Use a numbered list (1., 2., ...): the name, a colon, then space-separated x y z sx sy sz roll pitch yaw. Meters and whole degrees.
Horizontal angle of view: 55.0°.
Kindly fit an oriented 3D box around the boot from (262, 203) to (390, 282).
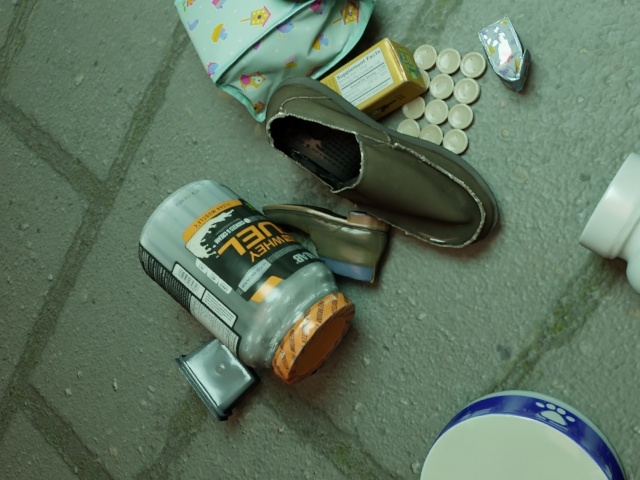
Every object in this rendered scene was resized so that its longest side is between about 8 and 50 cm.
1. boot: 0.000 0.000 0.970 0.219 0.082 0.106 8 95 25

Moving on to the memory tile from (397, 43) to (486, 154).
1. memory tile: 0.175 -0.207 0.902 0.113 0.012 0.148 17 102 26

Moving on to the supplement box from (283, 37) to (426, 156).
1. supplement box: 0.036 -0.207 0.930 0.233 0.078 0.080 -24 80 31

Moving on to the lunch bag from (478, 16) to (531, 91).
1. lunch bag: 0.253 -0.245 0.825 0.053 0.071 0.083 -21 82 23

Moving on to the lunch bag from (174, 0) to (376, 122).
1. lunch bag: -0.064 -0.350 0.920 0.262 0.160 0.223 -37 56 16

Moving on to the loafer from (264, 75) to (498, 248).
1. loafer: 0.070 -0.086 0.850 0.366 0.130 0.134 28 125 2

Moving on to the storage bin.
1. storage bin: -0.172 0.234 1.080 0.091 0.098 0.135 -38 74 -4

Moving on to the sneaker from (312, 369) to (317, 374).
1. sneaker: -0.090 0.154 1.036 0.209 0.069 0.082 26 101 24

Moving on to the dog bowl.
1. dog bowl: 0.274 0.348 0.839 0.264 0.104 0.265 2 95 27

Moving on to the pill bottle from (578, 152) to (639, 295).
1. pill bottle: 0.459 0.021 0.682 0.301 0.169 0.169 31 107 22

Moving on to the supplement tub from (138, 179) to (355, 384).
1. supplement tub: -0.112 0.063 0.949 0.316 0.193 0.194 37 109 20
